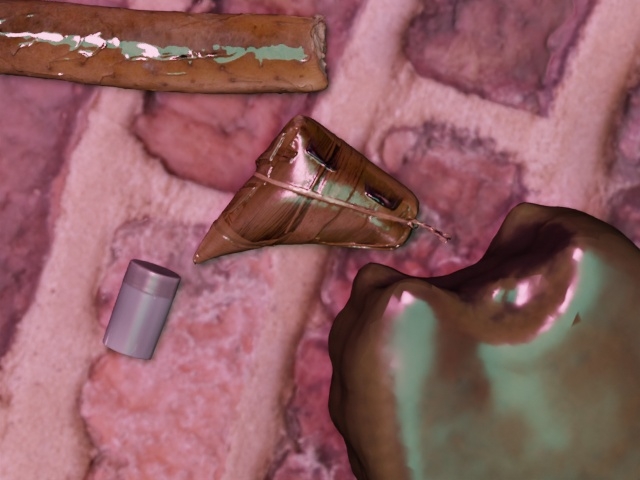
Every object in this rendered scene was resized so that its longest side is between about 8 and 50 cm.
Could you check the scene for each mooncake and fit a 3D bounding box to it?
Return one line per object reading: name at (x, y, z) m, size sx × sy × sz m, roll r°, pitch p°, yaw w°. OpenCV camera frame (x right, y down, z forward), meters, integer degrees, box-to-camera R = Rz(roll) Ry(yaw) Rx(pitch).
mooncake at (0.185, 0.140, 1.634) m, size 0.351 × 0.187 × 0.351 m, roll -1°, pitch 95°, yaw -10°

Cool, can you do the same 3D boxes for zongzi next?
zongzi at (0.000, 0.000, 1.630) m, size 0.189 × 0.081 × 0.178 m, roll 36°, pitch 93°, yaw -5°

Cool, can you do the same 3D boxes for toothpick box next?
toothpick box at (-0.169, 0.065, 1.632) m, size 0.052 × 0.052 × 0.083 m, roll 19°, pitch 96°, yaw -11°

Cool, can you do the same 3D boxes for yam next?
yam at (-0.174, -0.177, 1.585) m, size 0.371 × 0.083 × 0.083 m, roll 1°, pitch 98°, yaw -8°
